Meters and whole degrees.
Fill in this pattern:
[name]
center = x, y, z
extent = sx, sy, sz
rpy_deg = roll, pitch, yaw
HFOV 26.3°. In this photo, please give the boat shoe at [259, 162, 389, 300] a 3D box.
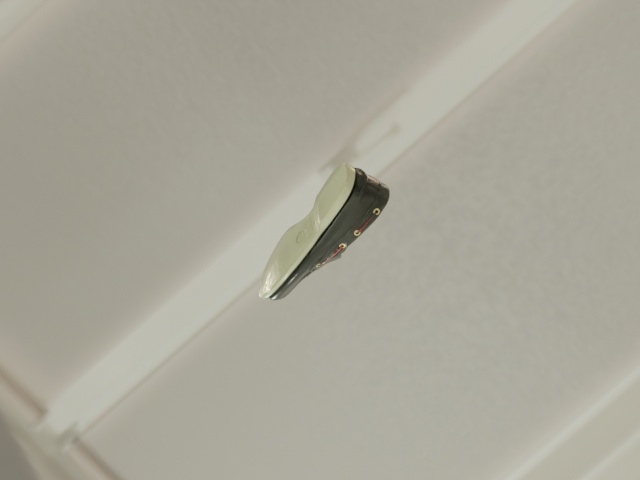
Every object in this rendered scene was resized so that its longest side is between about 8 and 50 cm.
[boat shoe]
center = 0.000, 0.001, 0.984
extent = 0.042, 0.133, 0.049
rpy_deg = 25, -145, -23
